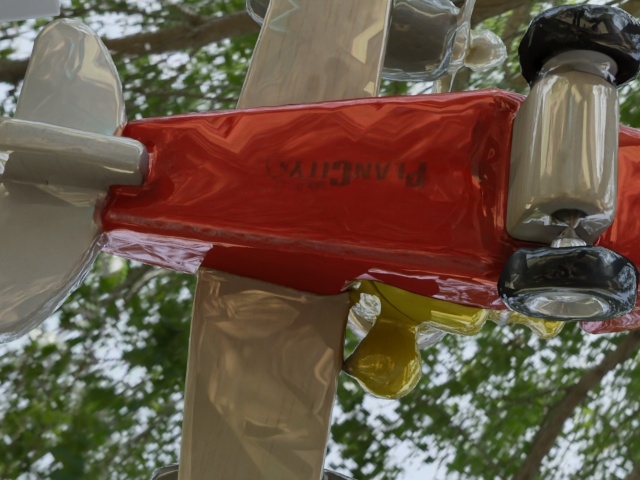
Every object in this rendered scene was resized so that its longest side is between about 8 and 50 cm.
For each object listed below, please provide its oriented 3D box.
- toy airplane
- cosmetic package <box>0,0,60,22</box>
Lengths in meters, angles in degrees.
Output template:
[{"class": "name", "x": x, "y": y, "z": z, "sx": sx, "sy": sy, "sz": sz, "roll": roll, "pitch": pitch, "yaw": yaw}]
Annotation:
[{"class": "toy airplane", "x": 0.000, "y": 0.000, "z": 0.622, "sx": 0.386, "sy": 0.272, "sz": 0.384, "roll": -41, "pitch": -118, "yaw": -1}, {"class": "cosmetic package", "x": -0.361, "y": -0.218, "z": 0.603, "sx": 0.156, "sy": 0.385, "sz": 0.217, "roll": 27, "pitch": -54, "yaw": 55}]
